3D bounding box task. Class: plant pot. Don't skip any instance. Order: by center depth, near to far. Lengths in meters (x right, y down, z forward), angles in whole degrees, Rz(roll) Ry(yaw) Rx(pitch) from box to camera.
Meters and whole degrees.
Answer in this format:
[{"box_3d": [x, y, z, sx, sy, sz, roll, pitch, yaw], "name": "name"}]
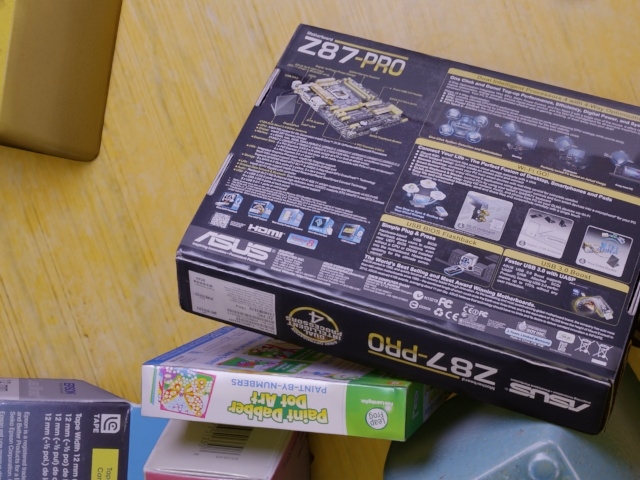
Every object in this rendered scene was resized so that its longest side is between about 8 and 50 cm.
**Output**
[{"box_3d": [0.204, 0.249, 1.592, 0.247, 0.252, 0.248, -32, 88, 14], "name": "plant pot"}, {"box_3d": [-0.335, -0.194, 1.713, 0.212, 0.187, 0.212, 12, 99, 12], "name": "plant pot"}]

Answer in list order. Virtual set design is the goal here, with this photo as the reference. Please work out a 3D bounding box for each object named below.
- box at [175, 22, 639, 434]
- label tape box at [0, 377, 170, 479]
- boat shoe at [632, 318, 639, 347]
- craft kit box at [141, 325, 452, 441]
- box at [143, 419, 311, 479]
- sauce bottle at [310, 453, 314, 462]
[{"box_3d": [0.108, -0.024, 1.565, 0.395, 0.318, 0.097, 15, 144, 12], "name": "box"}, {"box_3d": [-0.308, 0.273, 1.781, 0.347, 0.115, 0.249, 2, 97, -12], "name": "label tape box"}, {"box_3d": [0.321, 0.050, 1.639, 0.095, 0.095, 0.257, -41, 76, -21], "name": "boat shoe"}, {"box_3d": [-0.013, 0.130, 1.635, 0.246, 0.250, 0.061, 1, 96, 15], "name": "craft kit box"}, {"box_3d": [-0.082, 0.282, 1.684, 0.127, 0.148, 0.232, 3, 118, 13], "name": "box"}, {"box_3d": [-0.066, 0.196, 1.762, 0.128, 0.042, 0.042, 38, 103, 6], "name": "sauce bottle"}]
